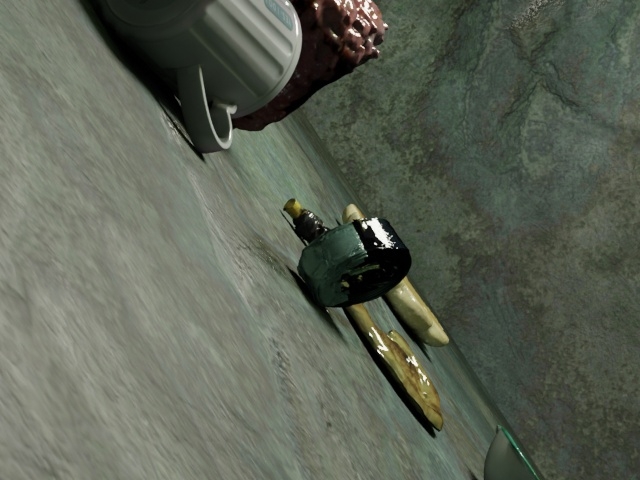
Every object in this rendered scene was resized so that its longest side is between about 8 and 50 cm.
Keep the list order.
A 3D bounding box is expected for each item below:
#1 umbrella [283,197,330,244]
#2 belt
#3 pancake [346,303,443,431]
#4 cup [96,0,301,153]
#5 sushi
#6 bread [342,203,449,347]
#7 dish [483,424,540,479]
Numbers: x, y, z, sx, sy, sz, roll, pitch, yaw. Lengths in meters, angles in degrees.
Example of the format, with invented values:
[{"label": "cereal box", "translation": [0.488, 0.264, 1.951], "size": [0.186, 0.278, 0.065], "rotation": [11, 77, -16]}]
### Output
[{"label": "umbrella", "translation": [0.000, 0.000, 1.940], "size": [0.144, 0.040, 0.037], "rotation": [51, 15, -30]}, {"label": "belt", "translation": [0.040, 0.028, 1.650], "size": [0.140, 0.105, 0.058], "rotation": [-9, 53, -34]}, {"label": "pancake", "translation": [0.099, 0.156, 1.917], "size": [0.235, 0.029, 0.212], "rotation": [48, 10, -47]}, {"label": "cup", "translation": [-0.118, -0.222, 1.544], "size": [0.221, 0.167, 0.202], "rotation": [56, 7, 25]}, {"label": "sushi", "translation": [-0.051, -0.260, 1.828], "size": [0.171, 0.270, 0.236], "rotation": [58, 17, -19]}, {"label": "bread", "translation": [0.131, 0.070, 2.665], "size": [0.316, 0.054, 0.316], "rotation": [55, 4, -5]}, {"label": "dish", "translation": [0.283, 0.365, 1.998], "size": [0.246, 0.078, 0.224], "rotation": [53, 2, -44]}]
